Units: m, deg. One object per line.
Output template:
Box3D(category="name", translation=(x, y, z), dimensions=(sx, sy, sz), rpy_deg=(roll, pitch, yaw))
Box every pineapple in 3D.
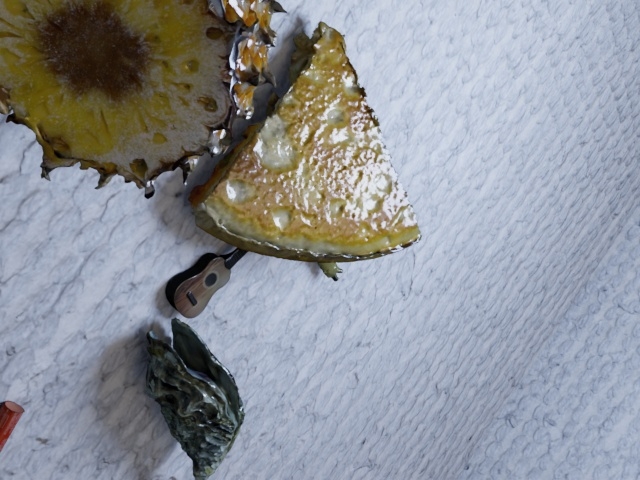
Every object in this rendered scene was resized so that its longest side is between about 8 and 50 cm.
Box3D(category="pineapple", translation=(-0.216, -0.248, 0.888), dimensions=(0.352, 0.300, 0.353), rpy_deg=(0, 118, 0))

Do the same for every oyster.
Box3D(category="oyster", translation=(-0.219, 0.292, 1.359), dimensions=(0.158, 0.162, 0.351), rpy_deg=(-15, 123, -17))

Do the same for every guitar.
Box3D(category="guitar", translation=(-0.158, 0.028, 1.363), dimensions=(0.271, 0.038, 0.084), rpy_deg=(-42, 138, -18))

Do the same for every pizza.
Box3D(category="pizza", translation=(-0.002, -0.164, 1.329), dimensions=(0.439, 0.130, 0.406), rpy_deg=(6, 93, -27))

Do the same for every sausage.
Box3D(category="sausage", translation=(-0.501, 0.310, 1.173), dimensions=(0.034, 0.034, 0.130), rpy_deg=(30, 91, -51))

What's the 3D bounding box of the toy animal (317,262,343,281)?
Box3D(category="toy animal", translation=(0.000, 0.000, 1.491), dimensions=(0.101, 0.103, 0.218), rpy_deg=(-42, 144, 8))
